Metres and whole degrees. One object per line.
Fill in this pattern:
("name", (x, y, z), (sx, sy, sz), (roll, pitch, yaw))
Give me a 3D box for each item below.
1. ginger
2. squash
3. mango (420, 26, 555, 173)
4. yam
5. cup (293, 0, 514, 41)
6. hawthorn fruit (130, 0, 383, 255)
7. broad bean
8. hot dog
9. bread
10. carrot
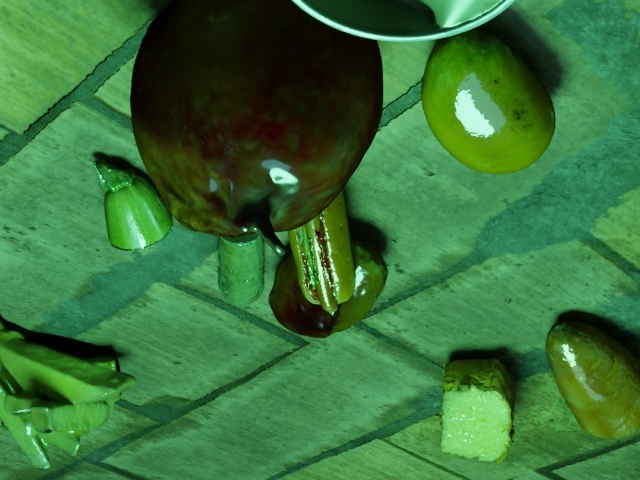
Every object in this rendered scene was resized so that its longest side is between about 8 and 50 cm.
("ginger", (-0.560, 0.303, 2.250), (0.358, 0.211, 0.413), (28, 140, -26))
("squash", (-0.282, -0.067, 1.789), (0.105, 0.105, 0.132), (-5, 126, 15))
("mango", (0.203, -0.173, 1.525), (0.151, 0.120, 0.221), (-23, 130, 30))
("yam", (-0.125, 0.030, 1.904), (0.078, 0.078, 0.179), (4, 145, 1))
("cup", (0.083, -0.393, 1.031), (0.236, 0.327, 0.323), (10, 146, -5))
("hawthorn fruit", (-0.078, -0.152, 1.431), (0.308, 0.325, 0.308), (21, 171, 4))
("broad bean", (0.011, 0.066, 1.900), (0.156, 0.122, 0.228), (40, 132, -4))
("hot dog", (0.000, 0.000, 1.764), (0.092, 0.062, 0.236), (-8, 109, 11))
("bread", (0.275, 0.285, 2.165), (0.143, 0.140, 0.229), (1, 139, 4))
("carrot", (0.458, 0.210, 2.051), (0.159, 0.159, 0.225), (-19, 126, 31))
